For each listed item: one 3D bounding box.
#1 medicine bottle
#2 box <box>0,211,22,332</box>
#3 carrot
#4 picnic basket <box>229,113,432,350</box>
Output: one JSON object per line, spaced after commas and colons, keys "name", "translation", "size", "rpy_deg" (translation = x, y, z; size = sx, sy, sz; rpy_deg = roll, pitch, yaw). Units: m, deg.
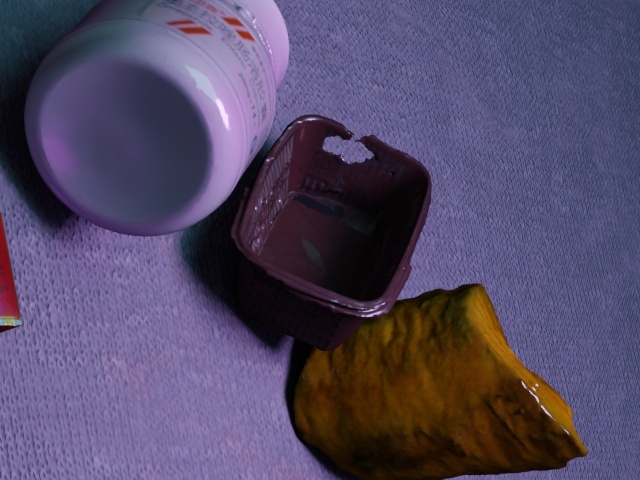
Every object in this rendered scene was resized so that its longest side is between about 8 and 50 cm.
{"name": "medicine bottle", "translation": [-0.166, -0.167, 1.970], "size": [0.241, 0.241, 0.302], "rpy_deg": [59, 26, -17]}
{"name": "box", "translation": [-0.360, 0.047, 1.651], "size": [0.048, 0.175, 0.112], "rpy_deg": [2, 72, -56]}
{"name": "carrot", "translation": [0.158, 0.177, 2.218], "size": [0.241, 0.340, 0.241], "rpy_deg": [-10, 90, -71]}
{"name": "picnic basket", "translation": [0.000, 0.000, 2.183], "size": [0.222, 0.129, 0.297], "rpy_deg": [26, 44, -2]}
